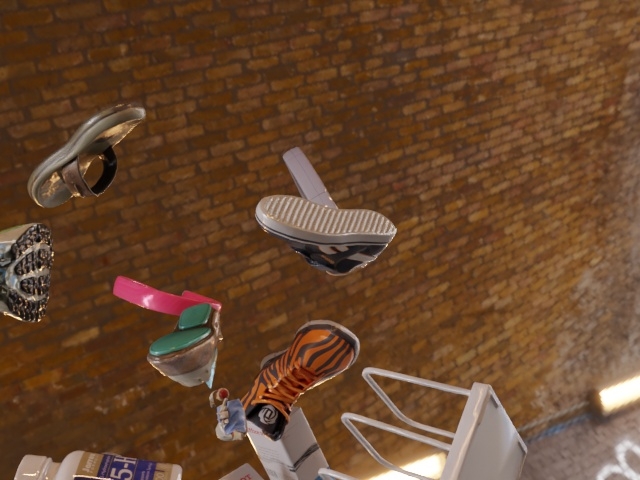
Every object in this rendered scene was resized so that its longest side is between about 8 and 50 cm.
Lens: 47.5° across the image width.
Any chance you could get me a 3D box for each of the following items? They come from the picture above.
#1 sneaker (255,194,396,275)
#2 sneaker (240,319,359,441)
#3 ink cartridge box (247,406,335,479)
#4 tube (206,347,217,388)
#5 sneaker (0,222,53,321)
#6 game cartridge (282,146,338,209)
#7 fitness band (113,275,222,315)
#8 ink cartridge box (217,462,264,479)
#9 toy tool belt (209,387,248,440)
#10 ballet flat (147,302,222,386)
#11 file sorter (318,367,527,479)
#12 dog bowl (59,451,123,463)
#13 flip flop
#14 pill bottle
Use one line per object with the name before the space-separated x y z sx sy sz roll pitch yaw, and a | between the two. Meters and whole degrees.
sneaker | 0.000 0.000 1.462 0.321 0.126 0.127 9 -53 -34
sneaker | -0.049 0.277 1.360 0.321 0.125 0.180 -46 11 49
ink cartridge box | -0.068 0.444 1.533 0.082 0.140 0.190 -31 -77 -34
tube | -0.237 0.245 1.506 0.052 0.207 0.080 3 -90 -16
sneaker | -0.521 0.039 1.039 0.410 0.182 0.157 19 -101 -84
game cartridge | -0.006 -0.093 1.745 0.062 0.297 0.198 -31 -48 1
fitness band | -0.348 0.133 1.659 0.209 0.291 0.054 20 -97 -39
ink cartridge box | -0.145 0.612 1.376 0.198 0.270 0.197 -17 -43 -51
toy tool belt | -0.135 0.263 1.106 0.052 0.083 0.051 -7 -14 -30
ballet flat | -0.225 0.198 1.304 0.108 0.316 0.106 -11 -81 6
file sorter | 0.095 0.308 0.825 0.277 0.173 0.193 -63 -38 -24
dog bowl | -0.370 0.482 1.162 0.104 0.265 0.264 1 -52 -48
flip flop | -0.340 -0.111 1.080 0.277 0.080 0.112 -31 5 36
pill bottle | -0.268 0.313 0.873 0.187 0.112 0.112 11 -53 -9
